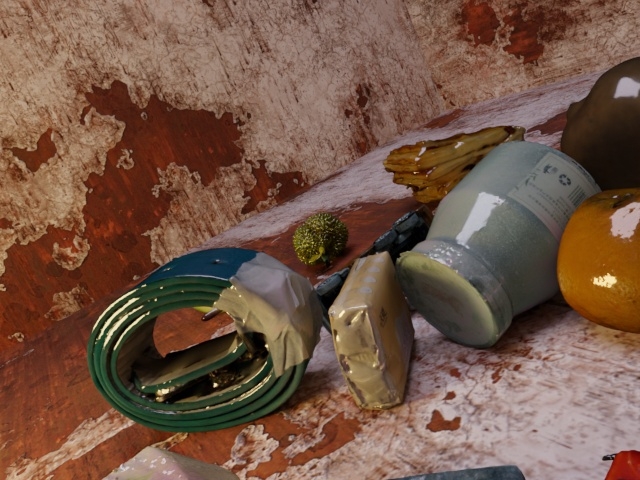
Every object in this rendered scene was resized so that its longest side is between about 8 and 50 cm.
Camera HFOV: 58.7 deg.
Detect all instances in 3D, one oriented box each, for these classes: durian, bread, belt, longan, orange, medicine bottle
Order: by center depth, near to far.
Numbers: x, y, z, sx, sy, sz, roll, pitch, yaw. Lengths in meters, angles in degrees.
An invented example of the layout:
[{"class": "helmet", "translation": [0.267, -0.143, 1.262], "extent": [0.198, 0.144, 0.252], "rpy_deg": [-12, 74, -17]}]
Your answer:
[{"class": "orange", "translation": [0.456, 0.011, 0.780], "extent": [0.249, 0.183, 0.249], "rpy_deg": [-24, 13, 6]}, {"class": "medicine bottle", "translation": [0.289, 0.009, 0.947], "extent": [0.290, 0.245, 0.245], "rpy_deg": [-41, 19, -21]}, {"class": "belt", "translation": [-0.211, 0.180, 1.036], "extent": [0.437, 0.300, 0.173], "rpy_deg": [-21, 15, 17]}, {"class": "longan", "translation": [0.640, -0.220, 1.141], "extent": [0.297, 0.297, 0.297], "rpy_deg": [-23, 14, 6]}, {"class": "durian", "translation": [-0.010, -0.003, 1.686], "extent": [0.159, 0.146, 0.198], "rpy_deg": [-14, 14, 44]}, {"class": "bread", "translation": [0.412, -0.231, 1.746], "extent": [0.370, 0.191, 0.314], "rpy_deg": [-15, 6, -12]}]

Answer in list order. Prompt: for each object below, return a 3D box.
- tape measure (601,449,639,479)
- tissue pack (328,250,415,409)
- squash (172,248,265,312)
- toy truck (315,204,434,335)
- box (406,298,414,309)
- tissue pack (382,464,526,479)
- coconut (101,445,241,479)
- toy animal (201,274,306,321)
[{"class": "tape measure", "translation": [0.270, 0.259, 0.340], "extent": [0.253, 0.114, 0.260], "rpy_deg": [-7, 26, 50]}, {"class": "tissue pack", "translation": [0.089, 0.140, 0.927], "extent": [0.090, 0.186, 0.222], "rpy_deg": [-14, 16, 18]}, {"class": "squash", "translation": [-0.283, 0.071, 1.759], "extent": [0.234, 0.210, 0.309], "rpy_deg": [-8, 23, 15]}, {"class": "toy truck", "translation": [0.112, 0.070, 1.153], "extent": [0.305, 0.136, 0.162], "rpy_deg": [-38, 4, -16]}, {"class": "box", "translation": [0.254, 0.064, 1.228], "extent": [0.139, 0.035, 0.245], "rpy_deg": [-22, 15, 18]}, {"class": "tissue pack", "translation": [0.061, 0.329, 0.448], "extent": [0.228, 0.103, 0.315], "rpy_deg": [-20, 14, 25]}, {"class": "coconut", "translation": [-0.166, 0.333, 0.567], "extent": [0.233, 0.233, 0.245], "rpy_deg": [-8, 25, 48]}, {"class": "toy animal", "translation": [-0.166, 0.149, 1.507], "extent": [0.324, 0.090, 0.195], "rpy_deg": [-6, 23, 48]}]
